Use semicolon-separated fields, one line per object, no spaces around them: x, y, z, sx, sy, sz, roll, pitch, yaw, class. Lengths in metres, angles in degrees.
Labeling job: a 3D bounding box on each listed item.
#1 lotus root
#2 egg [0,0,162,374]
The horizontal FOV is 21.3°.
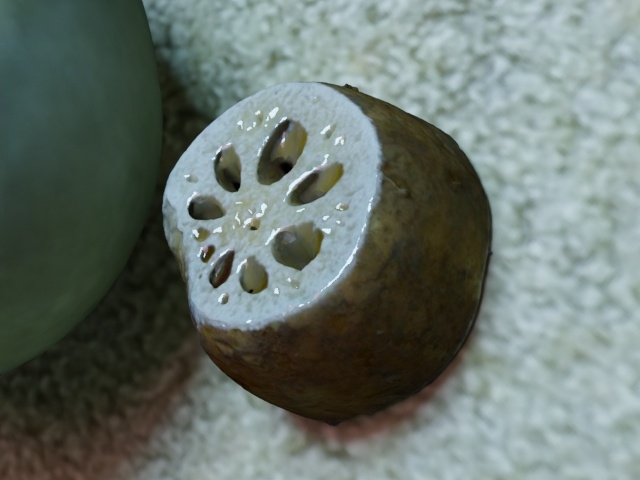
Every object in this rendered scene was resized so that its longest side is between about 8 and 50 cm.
0.003;-0.002;0.631;0.112;0.081;0.122;-30;51;15;lotus root
-0.208;-0.078;0.714;0.258;0.258;0.352;-51;50;7;egg
